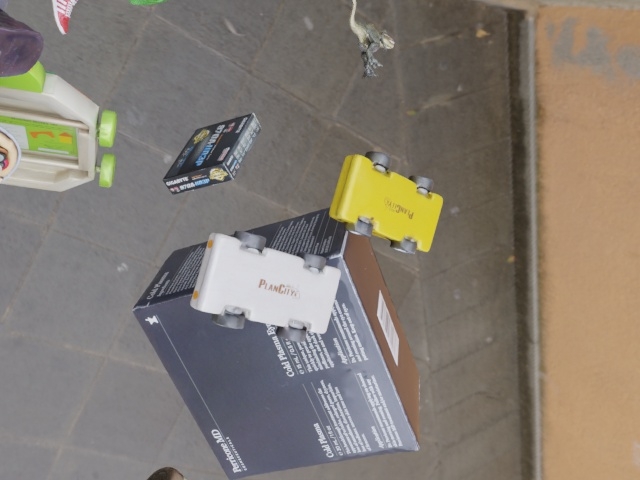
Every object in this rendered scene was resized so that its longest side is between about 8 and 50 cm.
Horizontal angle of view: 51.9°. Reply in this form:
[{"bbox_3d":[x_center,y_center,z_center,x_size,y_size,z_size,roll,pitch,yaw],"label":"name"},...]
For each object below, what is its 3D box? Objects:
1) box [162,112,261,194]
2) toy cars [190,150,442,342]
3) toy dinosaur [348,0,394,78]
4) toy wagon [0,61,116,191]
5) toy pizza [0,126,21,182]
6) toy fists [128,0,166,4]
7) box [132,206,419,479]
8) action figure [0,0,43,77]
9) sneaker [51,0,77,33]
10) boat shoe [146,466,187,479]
[{"bbox_3d":[-0.253,-0.206,1.557,0.051,0.175,0.220,62,31,-33],"label":"box"},{"bbox_3d":[0.000,0.000,0.792,0.394,0.087,0.176,-33,120,-35],"label":"toy cars"},{"bbox_3d":[0.101,-0.409,1.374,0.268,0.064,0.118,-10,93,-71],"label":"toy dinosaur"},{"bbox_3d":[-0.443,-0.180,0.977,0.268,0.068,0.344,7,151,-16],"label":"toy wagon"},{"bbox_3d":[-0.468,-0.089,0.790,0.201,0.032,0.201,-17,161,-6],"label":"toy pizza"},{"bbox_3d":[-0.330,-0.612,1.361,0.142,0.096,0.279,-33,168,-48],"label":"toy fists"},{"bbox_3d":[-0.047,0.158,0.994,0.313,0.179,0.343,-15,114,16],"label":"box"},{"bbox_3d":[-0.282,-0.220,0.397,0.185,0.285,0.099,-59,163,22],"label":"action figure"},{"bbox_3d":[-0.567,-0.529,1.484,0.067,0.042,0.118,-7,101,-6],"label":"sneaker"},{"bbox_3d":[-0.168,0.303,0.586,0.072,0.068,0.190,51,59,-23],"label":"boat shoe"}]
